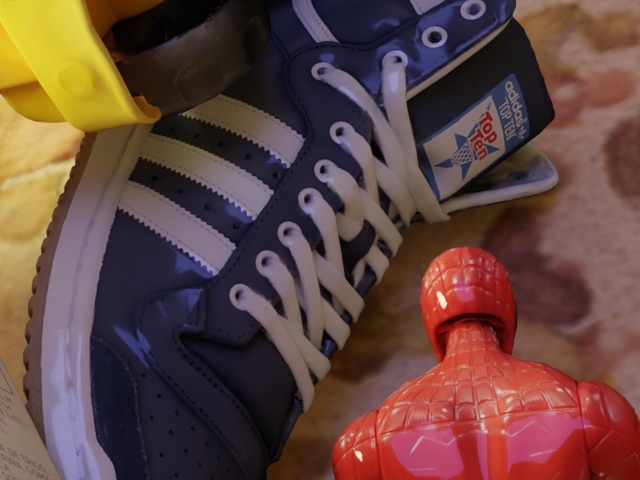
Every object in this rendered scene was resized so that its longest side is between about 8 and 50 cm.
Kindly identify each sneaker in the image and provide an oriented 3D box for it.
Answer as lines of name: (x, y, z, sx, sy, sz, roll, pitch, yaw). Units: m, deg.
sneaker: (0.000, 0.000, 0.608, 0.153, 0.099, 0.282, -8, 45, 13)

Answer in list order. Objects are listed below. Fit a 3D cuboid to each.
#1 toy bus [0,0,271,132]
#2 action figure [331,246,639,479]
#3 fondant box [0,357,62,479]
toy bus: (-0.119, -0.124, 0.621, 0.211, 0.149, 0.220, -11, 30, 25)
action figure: (0.056, 0.144, 0.482, 0.091, 0.139, 0.280, -8, 70, 6)
fondant box: (-0.210, 0.084, 0.543, 0.238, 0.096, 0.330, -44, 46, 8)
